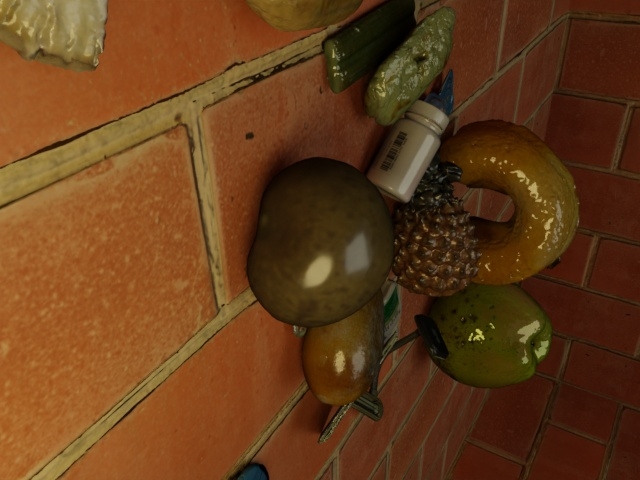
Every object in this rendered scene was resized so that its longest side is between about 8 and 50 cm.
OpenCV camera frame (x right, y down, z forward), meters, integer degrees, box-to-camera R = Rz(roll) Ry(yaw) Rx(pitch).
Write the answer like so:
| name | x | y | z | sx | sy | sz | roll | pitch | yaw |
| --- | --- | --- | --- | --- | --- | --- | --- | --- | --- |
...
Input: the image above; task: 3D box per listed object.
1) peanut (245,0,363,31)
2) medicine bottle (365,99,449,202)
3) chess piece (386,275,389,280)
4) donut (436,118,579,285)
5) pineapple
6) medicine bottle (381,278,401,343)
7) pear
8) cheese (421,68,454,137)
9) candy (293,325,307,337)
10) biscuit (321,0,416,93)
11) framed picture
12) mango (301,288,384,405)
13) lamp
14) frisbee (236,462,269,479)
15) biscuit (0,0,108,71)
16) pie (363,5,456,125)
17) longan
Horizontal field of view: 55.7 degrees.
| name | x | y | z | sx | sy | sz | roll | pitch | yaw |
| --- | --- | --- | --- | --- | --- | --- | --- | --- | --- |
| peanut | -0.017 | -0.331 | 0.759 | 0.224 | 0.129 | 0.129 | -44 | 142 | -48 |
| medicine bottle | 0.173 | -0.177 | 1.204 | 0.187 | 0.102 | 0.102 | -62 | 153 | 1 |
| chess piece | 0.073 | 0.015 | 1.122 | 0.172 | 0.060 | 0.060 | 48 | 57 | -22 |
| donut | 0.458 | -0.082 | 1.557 | 0.163 | 0.377 | 0.435 | -25 | 121 | -56 |
| pineapple | 0.244 | -0.066 | 1.350 | 0.223 | 0.222 | 0.358 | -41 | 129 | -46 |
| medicine bottle | 0.140 | 0.171 | 1.415 | 0.119 | 0.069 | 0.183 | -54 | 149 | -26 |
| pear | 0.533 | 0.283 | 1.907 | 0.391 | 0.391 | 0.391 | -40 | 138 | -48 |
| cheese | 0.260 | -0.287 | 1.397 | 0.245 | 0.052 | 0.135 | -52 | 147 | -35 |
| candy | -0.018 | 0.087 | 1.092 | 0.053 | 0.046 | 0.182 | 13 | 98 | -67 |
| biscuit | 0.099 | -0.355 | 1.068 | 0.322 | 0.038 | 0.099 | -45 | 139 | -43 |
| framed picture | 0.082 | 0.316 | 1.303 | 0.274 | 0.017 | 0.217 | -54 | 171 | -8 |
| mango | 0.052 | 0.162 | 1.175 | 0.193 | 0.146 | 0.316 | 61 | 36 | -57 |
| lamp | 0.175 | 0.303 | 1.502 | 0.283 | 0.124 | 0.203 | -45 | 147 | 8 |
| frisbee | -0.136 | 0.523 | 1.078 | 0.242 | 0.045 | 0.242 | 13 | 90 | -74 |
| biscuit | -0.224 | -0.265 | 0.446 | 0.179 | 0.084 | 0.281 | -29 | 130 | -55 |
| pie | 0.169 | -0.312 | 1.117 | 0.248 | 0.090 | 0.201 | -50 | 173 | -15 |
| longan | 0.000 | 0.000 | 0.902 | 0.246 | 0.215 | 0.246 | 21 | 63 | -46 |
